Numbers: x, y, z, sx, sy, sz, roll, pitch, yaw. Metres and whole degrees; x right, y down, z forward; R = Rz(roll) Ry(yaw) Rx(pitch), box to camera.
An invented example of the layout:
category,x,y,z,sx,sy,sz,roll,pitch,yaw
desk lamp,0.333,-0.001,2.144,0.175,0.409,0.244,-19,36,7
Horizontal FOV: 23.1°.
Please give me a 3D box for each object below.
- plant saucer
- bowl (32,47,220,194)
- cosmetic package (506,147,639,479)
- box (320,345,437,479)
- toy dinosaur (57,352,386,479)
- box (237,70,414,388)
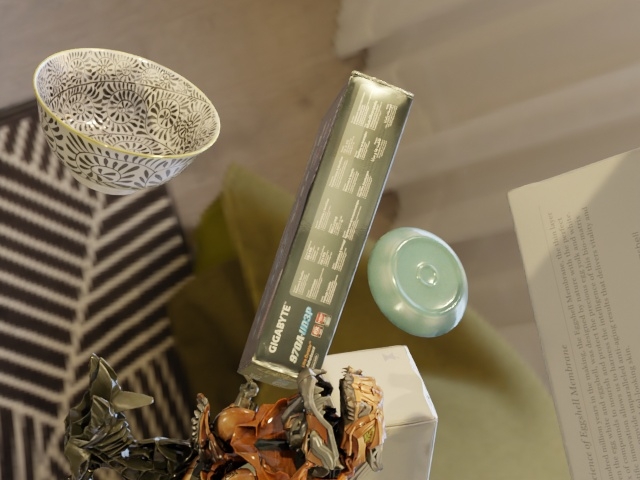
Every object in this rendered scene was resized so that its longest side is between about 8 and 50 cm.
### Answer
category,x,y,z,sx,sy,sz,roll,pitch,yaw
plant saucer,0.105,0.039,1.600,0.119,0.021,0.119,11,65,-25
bowl,-0.182,-0.094,1.405,0.170,0.080,0.170,16,33,-11
cosmetic package,0.261,0.047,0.967,0.138,0.225,0.224,-2,78,-50
box,0.044,0.242,1.541,0.094,0.113,0.275,-7,128,-13
toy dinosaur,-0.076,0.200,1.092,0.218,0.164,0.322,18,110,-20
box,0.000,0.000,1.167,0.051,0.175,0.220,19,82,-4
